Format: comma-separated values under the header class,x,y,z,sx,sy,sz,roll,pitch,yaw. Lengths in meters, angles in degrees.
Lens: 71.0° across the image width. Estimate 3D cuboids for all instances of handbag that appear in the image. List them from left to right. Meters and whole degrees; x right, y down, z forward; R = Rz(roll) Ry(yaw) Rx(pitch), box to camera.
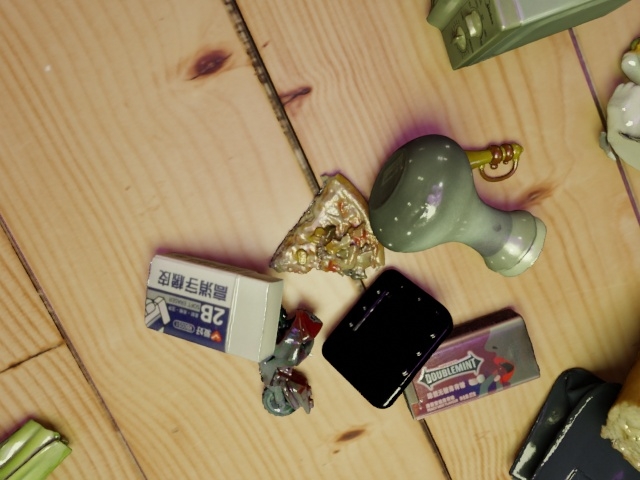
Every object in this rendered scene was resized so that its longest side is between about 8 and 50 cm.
class,x,y,z,sx,sy,sz,roll,pitch,yaw
handbag,0.499,0.403,0.758,0.325,0.118,0.269,33,89,-3

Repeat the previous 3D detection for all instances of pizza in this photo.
class,x,y,z,sx,sy,sz,roll,pitch,yaw
pizza,0.000,0.000,0.732,0.195,0.052,0.185,-28,94,3

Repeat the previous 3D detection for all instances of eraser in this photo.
class,x,y,z,sx,sy,sz,roll,pitch,yaw
eraser,-0.166,0.099,0.695,0.210,0.068,0.124,11,94,21

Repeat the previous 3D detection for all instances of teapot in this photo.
class,x,y,z,sx,sy,sz,roll,pitch,yaw
teapot,0.205,-0.039,0.679,0.251,0.183,0.183,23,96,-16

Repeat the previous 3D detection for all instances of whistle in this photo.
class,x,y,z,sx,sy,sz,roll,pitch,yaw
whistle,0.277,-0.126,0.725,0.109,0.046,0.057,-7,83,-6

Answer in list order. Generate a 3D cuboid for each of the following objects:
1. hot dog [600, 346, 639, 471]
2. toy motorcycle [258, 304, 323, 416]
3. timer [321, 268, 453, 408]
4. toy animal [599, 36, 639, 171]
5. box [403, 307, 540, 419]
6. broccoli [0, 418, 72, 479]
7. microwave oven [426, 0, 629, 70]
class,x,y,z,sx,sy,sz,roll,pitch,yaw
hot dog,0.640,0.231,0.652,0.367,0.196,0.365,44,64,-3
toy motorcycle,-0.049,0.194,0.742,0.122,0.082,0.213,-4,106,10
timer,0.108,0.155,0.718,0.144,0.055,0.187,39,86,33
toy animal,0.592,-0.224,0.653,0.247,0.183,0.310,43,89,-10
box,0.239,0.206,0.751,0.224,0.069,0.120,-21,96,1
broccoli,-0.557,0.453,0.707,0.375,0.302,0.249,25,120,23
microwave oven,0.265,-0.455,0.594,0.286,0.218,0.355,-21,97,0
